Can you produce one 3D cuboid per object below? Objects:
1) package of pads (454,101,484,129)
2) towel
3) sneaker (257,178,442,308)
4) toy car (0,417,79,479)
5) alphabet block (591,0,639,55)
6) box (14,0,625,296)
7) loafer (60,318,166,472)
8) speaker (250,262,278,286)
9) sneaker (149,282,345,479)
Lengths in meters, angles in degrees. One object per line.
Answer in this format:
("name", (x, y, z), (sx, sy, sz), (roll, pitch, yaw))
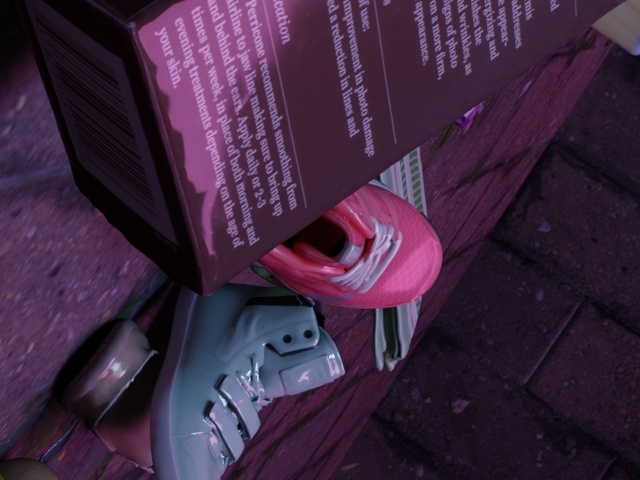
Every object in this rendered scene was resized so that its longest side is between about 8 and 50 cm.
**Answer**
("package of pads", (0.206, -0.196, 2.276), (0.083, 0.032, 0.050), (-52, 167, -14))
("towel", (0.068, -0.041, 1.609), (0.325, 0.038, 0.248), (-64, 149, -72))
("sneaker", (-0.001, 0.000, 1.286), (0.314, 0.136, 0.116), (25, 98, -43))
("toy car", (-0.237, 0.234, 1.385), (0.188, 0.149, 0.155), (-59, 169, -62))
("alphabet block", (0.366, -0.361, 2.015), (0.193, 0.197, 0.192), (-59, 170, 21))
("box", (0.028, -0.165, 0.913), (0.381, 0.143, 0.191), (-34, 139, -21))
("loafer", (-0.163, 0.148, 1.527), (0.102, 0.092, 0.268), (-53, 169, -11))
("speaker", (-0.022, -0.026, 1.529), (0.131, 0.131, 0.296), (-55, 170, -2))
("sneaker", (-0.059, 0.135, 1.452), (0.094, 0.151, 0.256), (70, 19, -49))
